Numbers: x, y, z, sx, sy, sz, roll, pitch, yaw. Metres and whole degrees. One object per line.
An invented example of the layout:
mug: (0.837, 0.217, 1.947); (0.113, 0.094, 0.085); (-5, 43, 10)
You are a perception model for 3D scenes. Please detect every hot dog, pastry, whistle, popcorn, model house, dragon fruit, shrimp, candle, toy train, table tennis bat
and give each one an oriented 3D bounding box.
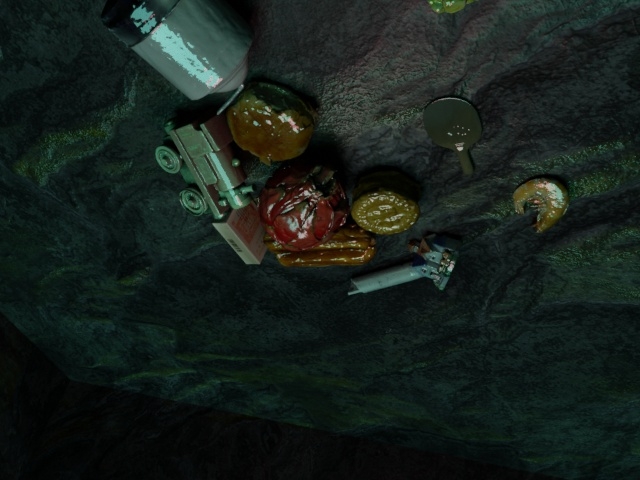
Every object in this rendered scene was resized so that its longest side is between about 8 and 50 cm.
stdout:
hot dog: (0.000, 0.000, 1.900); (0.348, 0.117, 0.158); (-4, 143, 24)
pastry: (-0.115, -0.290, 1.565); (0.228, 0.100, 0.218); (-2, 138, 28)
whistle: (0.208, 0.118, 2.015); (0.312, 0.062, 0.062); (-20, 130, 41)
pastry: (0.173, -0.097, 1.678); (0.188, 0.103, 0.189); (3, 144, 2)
popcorn: (0.248, -0.475, 1.169); (0.097, 0.089, 0.109); (54, 134, 10)
model house: (0.316, 0.046, 1.832); (0.148, 0.119, 0.148); (20, 146, 10)
dragon fruit: (-0.042, -0.103, 1.674); (0.244, 0.244, 0.299); (24, 139, -9)
shrimp: (0.550, -0.092, 1.598); (0.132, 0.052, 0.188); (27, 143, 21)
candle: (-0.272, -0.434, 1.342); (0.221, 0.221, 0.342); (-19, 134, 41)
toy train: (-0.292, -0.197, 1.691); (0.221, 0.150, 0.304); (-8, 119, 37)
table tennis bat: (0.322, -0.246, 1.505); (0.131, 0.022, 0.234); (-5, 137, 27)

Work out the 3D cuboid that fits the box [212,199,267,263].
box: (-0.227, -0.039, 1.924); (0.058, 0.141, 0.201); (-1, 139, 34)
